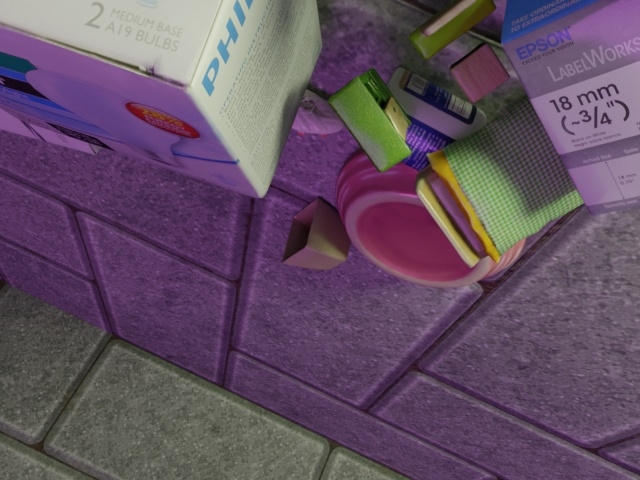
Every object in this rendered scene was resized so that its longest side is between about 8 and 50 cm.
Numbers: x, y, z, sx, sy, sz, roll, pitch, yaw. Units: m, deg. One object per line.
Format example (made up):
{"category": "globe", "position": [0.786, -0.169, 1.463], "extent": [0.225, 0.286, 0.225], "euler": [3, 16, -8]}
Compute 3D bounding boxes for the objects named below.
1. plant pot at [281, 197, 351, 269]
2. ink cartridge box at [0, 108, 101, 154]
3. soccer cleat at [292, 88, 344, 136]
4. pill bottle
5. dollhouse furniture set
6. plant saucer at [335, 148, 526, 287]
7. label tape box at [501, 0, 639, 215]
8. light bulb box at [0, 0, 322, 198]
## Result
{"category": "plant pot", "position": [0.000, 0.000, 1.176], "extent": [0.096, 0.109, 0.109], "euler": [25, 151, -21]}
{"category": "ink cartridge box", "position": [-0.442, -0.272, 1.001], "extent": [0.273, 0.197, 0.114], "euler": [16, 149, 19]}
{"category": "soccer cleat", "position": [-0.053, -0.218, 0.920], "extent": [0.196, 0.068, 0.076], "euler": [24, 146, 11]}
{"category": "pill bottle", "position": [0.159, -0.143, 0.824], "extent": [0.187, 0.112, 0.112], "euler": [28, 149, -2]}
{"category": "dollhouse furniture set", "position": [0.184, -0.105, 0.691], "extent": [0.198, 0.151, 0.301], "euler": [-34, 102, 19]}
{"category": "plant saucer", "position": [0.171, -0.024, 1.024], "extent": [0.332, 0.084, 0.332], "euler": [20, 148, 13]}
{"category": "label tape box", "position": [0.308, -0.201, 0.563], "extent": [0.241, 0.106, 0.333], "euler": [-14, 118, 48]}
{"category": "light bulb box", "position": [-0.206, -0.230, 0.608], "extent": [0.358, 0.225, 0.361], "euler": [18, 174, 6]}
